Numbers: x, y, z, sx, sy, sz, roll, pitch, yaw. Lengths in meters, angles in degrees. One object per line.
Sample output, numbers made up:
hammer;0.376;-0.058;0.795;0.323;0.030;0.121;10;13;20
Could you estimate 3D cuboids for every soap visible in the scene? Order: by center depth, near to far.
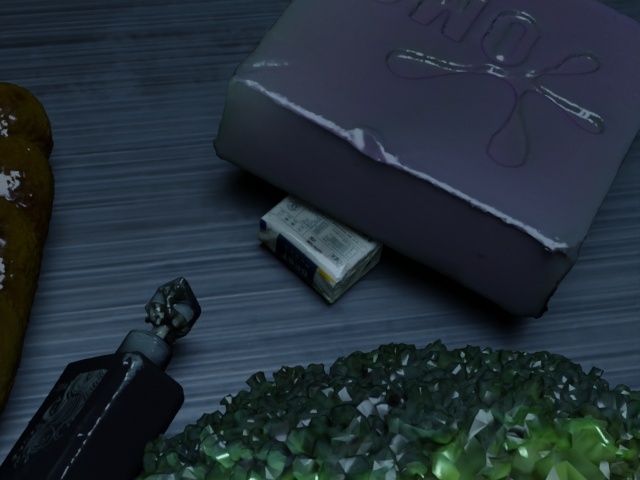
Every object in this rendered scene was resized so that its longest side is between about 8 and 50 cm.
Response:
soap;0.106;-0.113;1.131;0.296;0.107;0.285;27;52;7

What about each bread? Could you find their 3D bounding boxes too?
bread;-0.260;0.032;1.030;0.124;0.084;0.344;-9;58;13

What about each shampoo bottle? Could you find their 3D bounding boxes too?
shampoo bottle;-0.169;0.157;0.953;0.071;0.098;0.309;43;57;-19

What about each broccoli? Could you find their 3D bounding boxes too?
broccoli;0.073;0.187;0.877;0.338;0.277;0.317;-38;89;-17

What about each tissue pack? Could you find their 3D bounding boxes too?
tissue pack;0.000;0.000;1.105;0.083;0.042;0.062;39;60;16
